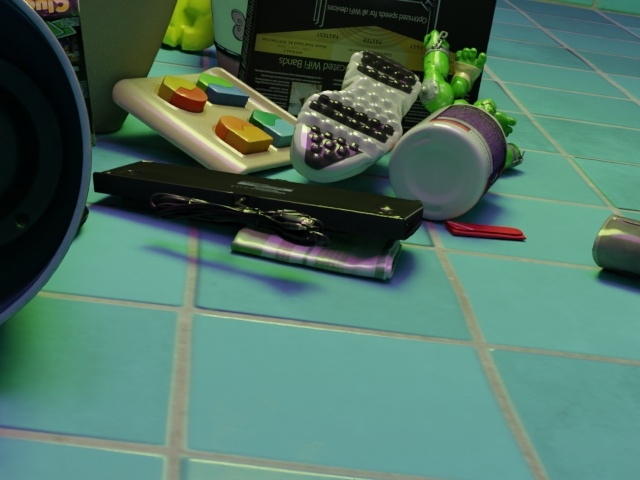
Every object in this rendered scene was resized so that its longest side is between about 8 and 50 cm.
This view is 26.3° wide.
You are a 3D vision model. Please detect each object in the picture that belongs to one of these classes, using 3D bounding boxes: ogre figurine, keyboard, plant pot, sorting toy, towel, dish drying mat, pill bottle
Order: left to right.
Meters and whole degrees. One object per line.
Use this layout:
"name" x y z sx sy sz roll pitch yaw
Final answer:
"plant pot" -0.293 -0.066 1.007 0.271 0.272 0.255 8 3 -5
"plant pot" -0.280 -0.274 1.600 0.256 0.274 0.256 9 18 -3
"sorting toy" -0.111 -0.146 1.595 0.193 0.038 0.208 35 27 18
"keyboard" -0.067 -0.034 1.309 0.317 0.033 0.201 8 12 16
"towel" 0.000 0.000 1.304 0.152 0.023 0.113 11 17 6
"pill bottle" 0.151 -0.095 1.534 0.108 0.108 0.193 14 19 15
"ogre figurine" 0.180 -0.153 1.688 0.097 0.197 0.118 -4 30 26
"dish drying mat" 0.175 -0.011 1.451 0.083 0.008 0.032 4 17 -16

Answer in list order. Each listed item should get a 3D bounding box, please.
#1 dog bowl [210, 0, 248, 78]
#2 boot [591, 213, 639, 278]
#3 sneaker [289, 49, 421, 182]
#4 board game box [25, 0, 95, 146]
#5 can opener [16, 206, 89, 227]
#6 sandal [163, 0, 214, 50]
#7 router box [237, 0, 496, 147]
"dog bowl" 0.023 -0.305 2.058 0.408 0.150 0.408 9 17 -3
"boot" 0.368 0.026 1.326 0.208 0.076 0.189 23 7 19
"sneaker" 0.034 -0.116 1.552 0.110 0.118 0.292 30 29 6
"board game box" -0.277 -0.142 1.233 0.136 0.030 0.260 -5 -20 -7
"can opener" -0.256 -0.049 1.296 0.059 0.073 0.186 -30 16 4
"sandal" -0.301 -0.381 2.200 0.317 0.126 0.138 18 14 1
"router box" 0.056 -0.248 1.745 0.309 0.243 0.081 6 18 -12
